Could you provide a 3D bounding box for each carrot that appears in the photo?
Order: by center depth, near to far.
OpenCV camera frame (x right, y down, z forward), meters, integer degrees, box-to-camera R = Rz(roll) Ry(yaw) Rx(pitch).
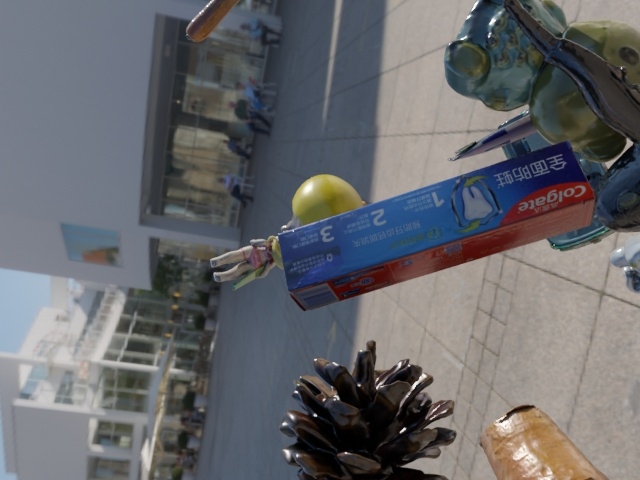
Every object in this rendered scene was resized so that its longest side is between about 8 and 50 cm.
[{"bbox_3d":[0.396,0.405,1.023,0.254,0.195,0.196,-110,29,-51],"label":"carrot"},{"bbox_3d":[-0.171,-0.478,1.172,0.248,0.043,0.043,-43,19,11],"label":"carrot"}]

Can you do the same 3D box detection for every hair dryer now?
[{"bbox_3d":[0.352,-0.178,0.660,0.304,0.359,0.120,-45,11,47],"label":"hair dryer"}]

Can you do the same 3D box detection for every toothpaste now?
[{"bbox_3d":[0.116,-0.011,0.642,0.066,0.320,0.076,58,-163,-59],"label":"toothpaste"},{"bbox_3d":[0.272,-0.154,0.906,0.045,0.169,0.028,-99,-15,-79],"label":"toothpaste"}]

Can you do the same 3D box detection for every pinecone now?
[{"bbox_3d":[0.059,0.231,0.742,0.201,0.228,0.202,-61,-21,1],"label":"pinecone"}]

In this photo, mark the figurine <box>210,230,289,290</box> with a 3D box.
[{"bbox_3d":[-0.088,0.031,1.019,0.083,0.187,0.083,167,90,-69],"label":"figurine"}]

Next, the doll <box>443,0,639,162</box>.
[{"bbox_3d":[0.312,-0.228,0.813,0.177,0.260,0.161,-61,-16,1],"label":"doll"}]

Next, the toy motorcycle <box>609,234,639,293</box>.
[{"bbox_3d":[0.520,0.026,0.906,0.229,0.151,0.074,84,-159,-55],"label":"toy motorcycle"}]

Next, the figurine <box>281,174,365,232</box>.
[{"bbox_3d":[0.000,0.000,1.560,0.215,0.187,0.344,53,139,43],"label":"figurine"}]

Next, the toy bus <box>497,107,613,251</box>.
[{"bbox_3d":[0.561,-0.142,1.397,0.199,0.183,0.344,17,-129,-58],"label":"toy bus"}]
